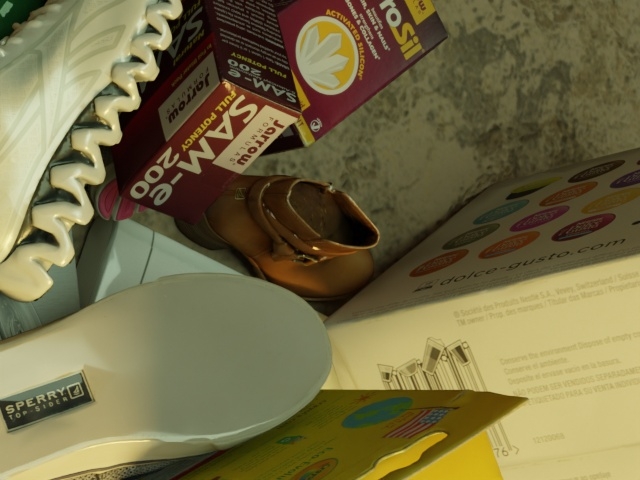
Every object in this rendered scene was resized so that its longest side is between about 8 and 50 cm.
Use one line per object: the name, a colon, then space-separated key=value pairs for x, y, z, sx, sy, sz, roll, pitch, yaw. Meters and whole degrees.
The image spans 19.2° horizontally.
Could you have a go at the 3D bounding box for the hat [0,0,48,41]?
hat: x=-0.204 y=-0.148 z=1.306 sx=0.173 sy=0.183 sz=0.208 roll=-25 pitch=101 yaw=-38

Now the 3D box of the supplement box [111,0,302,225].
supplement box: x=-0.098 y=-0.145 z=1.356 sx=0.073 sy=0.130 sz=0.239 roll=20 pitch=39 yaw=-35

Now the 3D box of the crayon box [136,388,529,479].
crayon box: x=-0.023 y=0.175 z=1.275 sx=0.202 sy=0.318 sz=0.081 roll=-27 pitch=103 yaw=-35

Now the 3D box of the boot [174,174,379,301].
boot: x=0.000 y=0.000 z=1.472 sx=0.197 sy=0.152 sz=0.073 roll=18 pitch=75 yaw=-36

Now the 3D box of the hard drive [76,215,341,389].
hard drive: x=-0.060 y=0.155 z=1.479 sx=0.353 sy=0.047 sz=0.233 roll=28 pitch=70 yaw=-33

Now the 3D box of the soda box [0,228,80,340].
soda box: x=-0.305 y=0.038 z=1.270 sx=0.286 sy=0.091 sz=0.098 roll=-5 pitch=90 yaw=-38

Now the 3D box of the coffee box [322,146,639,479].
coffee box: x=0.264 y=0.124 z=1.506 sx=0.334 sy=0.338 sz=0.338 roll=-36 pitch=108 yaw=-52

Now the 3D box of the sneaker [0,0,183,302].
sneaker: x=-0.177 y=-0.110 z=1.253 sx=0.118 sy=0.110 sz=0.292 roll=26 pitch=79 yaw=-17

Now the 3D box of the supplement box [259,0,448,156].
supplement box: x=0.002 y=-0.160 z=1.534 sx=0.188 sy=0.081 sz=0.104 roll=-40 pitch=109 yaw=-34

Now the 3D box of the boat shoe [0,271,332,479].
boat shoe: x=-0.169 y=0.116 z=1.295 sx=0.340 sy=0.158 sz=0.127 roll=-11 pitch=77 yaw=-24

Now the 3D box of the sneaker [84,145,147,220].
sneaker: x=-0.120 y=-0.079 z=1.431 sx=0.170 sy=0.075 sz=0.063 roll=-31 pitch=147 yaw=-32
